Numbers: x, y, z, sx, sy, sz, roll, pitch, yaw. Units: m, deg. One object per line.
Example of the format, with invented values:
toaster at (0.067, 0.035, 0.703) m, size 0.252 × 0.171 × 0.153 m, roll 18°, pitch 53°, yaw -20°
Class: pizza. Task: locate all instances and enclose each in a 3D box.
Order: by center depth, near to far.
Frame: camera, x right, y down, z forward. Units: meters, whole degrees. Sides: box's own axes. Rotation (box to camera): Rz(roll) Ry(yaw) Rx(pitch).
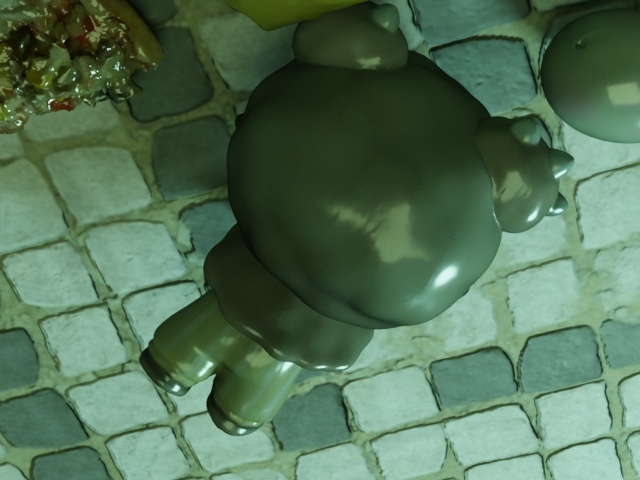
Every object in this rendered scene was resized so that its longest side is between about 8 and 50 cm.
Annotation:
pizza at (-0.233, -0.137, 1.073) m, size 0.185 × 0.052 × 0.195 m, roll 34°, pitch 120°, yaw -23°

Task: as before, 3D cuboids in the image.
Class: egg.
egg at (0.236, -0.126, 1.078) m, size 0.135 × 0.103 × 0.103 m, roll 5°, pitch 129°, yaw -9°

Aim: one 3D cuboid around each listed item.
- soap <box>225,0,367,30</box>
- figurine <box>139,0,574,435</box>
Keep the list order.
soap at (0.063, -0.304, 0.864) m, size 0.427 × 0.115 × 0.306 m, roll -13°, pitch 118°, yaw 32°
figurine at (0.000, 0.001, 1.093) m, size 0.248 × 0.203 × 0.380 m, roll 42°, pitch 121°, yaw 5°
